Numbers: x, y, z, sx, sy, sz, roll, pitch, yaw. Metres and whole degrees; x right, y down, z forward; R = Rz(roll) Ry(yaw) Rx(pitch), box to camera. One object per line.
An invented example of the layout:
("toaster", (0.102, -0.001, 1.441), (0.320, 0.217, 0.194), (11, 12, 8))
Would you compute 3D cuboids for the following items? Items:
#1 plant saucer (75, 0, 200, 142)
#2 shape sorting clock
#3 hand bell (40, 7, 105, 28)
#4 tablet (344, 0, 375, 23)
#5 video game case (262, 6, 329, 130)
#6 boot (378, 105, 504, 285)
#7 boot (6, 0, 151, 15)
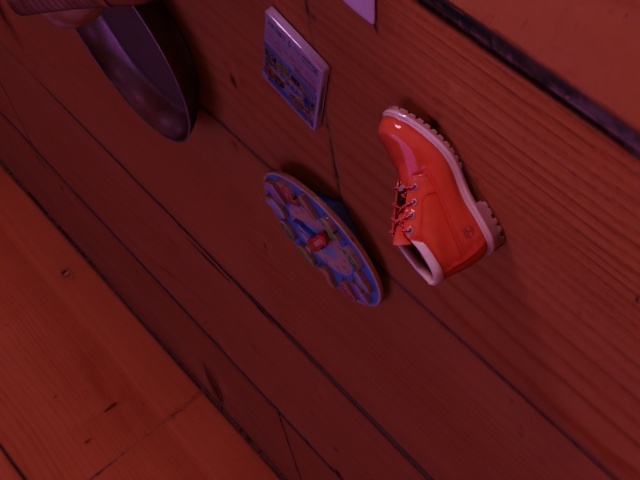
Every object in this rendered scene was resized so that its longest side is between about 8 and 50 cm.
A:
("plant saucer", (-0.246, -0.267, 1.434), (0.310, 0.050, 0.310), (47, 163, 19))
("shape sorting clock", (0.000, 0.000, 1.332), (0.206, 0.040, 0.206), (47, 162, 20))
("hand bell", (-0.184, -0.279, 1.158), (0.242, 0.126, 0.126), (11, 139, 37))
("tablet", (0.025, -0.216, 0.901), (0.054, 0.006, 0.083), (45, 161, 24))
("video game case", (-0.026, -0.169, 1.118), (0.087, 0.011, 0.122), (48, 162, 14))
("boot", (0.085, -0.038, 0.966), (0.158, 0.085, 0.059), (56, 164, -5))
("boot", (-0.158, -0.323, 0.848), (0.109, 0.220, 0.283), (-12, -89, -80))
